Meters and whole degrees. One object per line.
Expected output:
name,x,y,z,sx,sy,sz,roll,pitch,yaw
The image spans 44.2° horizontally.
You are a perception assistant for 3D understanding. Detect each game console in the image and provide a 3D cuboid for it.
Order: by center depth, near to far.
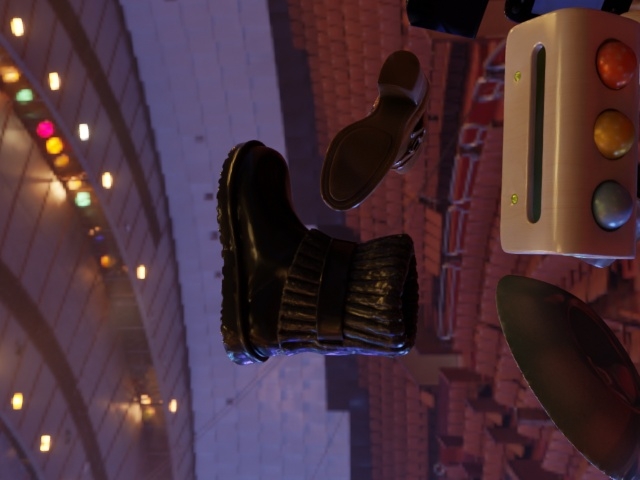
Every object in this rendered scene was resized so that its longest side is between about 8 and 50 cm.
game console,0.327,-0.416,1.266,0.044,0.361,0.213,-86,8,-48

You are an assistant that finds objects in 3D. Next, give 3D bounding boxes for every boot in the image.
boot,0.002,0.002,1.088,0.131,0.260,0.348,35,-133,-61
boot,0.102,-0.151,1.306,0.220,0.109,0.283,51,-121,-70

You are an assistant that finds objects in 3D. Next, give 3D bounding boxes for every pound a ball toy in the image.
pound a ball toy,0.337,-0.138,0.930,0.136,0.208,0.319,0,86,62

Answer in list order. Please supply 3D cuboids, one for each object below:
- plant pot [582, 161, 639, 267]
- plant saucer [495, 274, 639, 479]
plant pot,0.535,-0.049,1.448,0.165,0.167,0.167,-57,15,35
plant saucer,0.221,0.101,0.651,0.195,0.037,0.195,35,-149,-26
